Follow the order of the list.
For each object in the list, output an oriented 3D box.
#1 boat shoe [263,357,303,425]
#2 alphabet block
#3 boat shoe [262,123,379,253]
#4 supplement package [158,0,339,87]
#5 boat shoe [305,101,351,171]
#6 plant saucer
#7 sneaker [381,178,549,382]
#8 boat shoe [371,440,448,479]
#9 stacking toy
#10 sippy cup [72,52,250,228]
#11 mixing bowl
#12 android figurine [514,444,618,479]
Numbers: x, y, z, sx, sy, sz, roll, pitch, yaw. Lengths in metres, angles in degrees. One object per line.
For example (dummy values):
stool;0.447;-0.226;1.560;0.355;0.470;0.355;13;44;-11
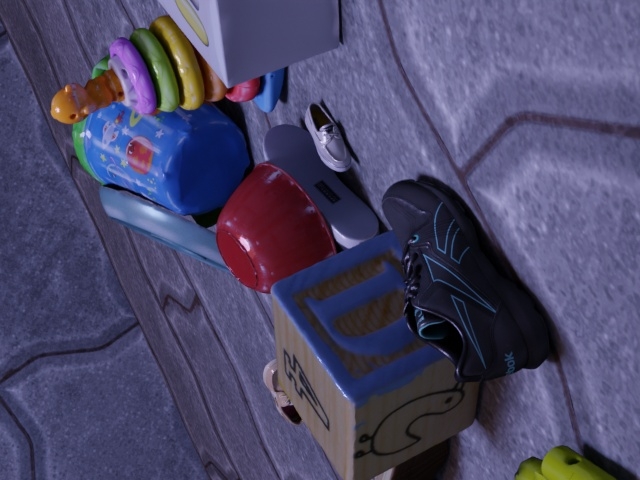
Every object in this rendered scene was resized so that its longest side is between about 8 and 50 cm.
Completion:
boat shoe;-0.058;0.278;2.111;0.059;0.063;0.170;46;163;40
alphabet block;0.066;0.139;1.378;0.193;0.192;0.197;55;160;35
boat shoe;-0.001;-0.057;1.508;0.228;0.080;0.076;47;154;27
supplement package;-0.093;-0.321;1.300;0.203;0.149;0.194;52;157;38
boat shoe;0.010;-0.131;1.441;0.035;0.035;0.100;94;153;-61
plant saucer;-0.231;-0.006;1.930;0.318;0.043;0.317;24;174;3
sneaker;0.127;0.038;1.215;0.267;0.106;0.101;54;160;35
boat shoe;0.109;0.311;1.610;0.089;0.105;0.285;52;159;28
stacking toy;-0.213;-0.223;1.511;0.165;0.302;0.175;55;160;29
sippy cup;-0.239;-0.153;1.839;0.224;0.305;0.240;34;104;41
mixing bowl;-0.071;0.001;1.494;0.181;0.098;0.181;44;154;28
android figurine;0.299;0.333;1.192;0.273;0.056;0.248;35;145;60
